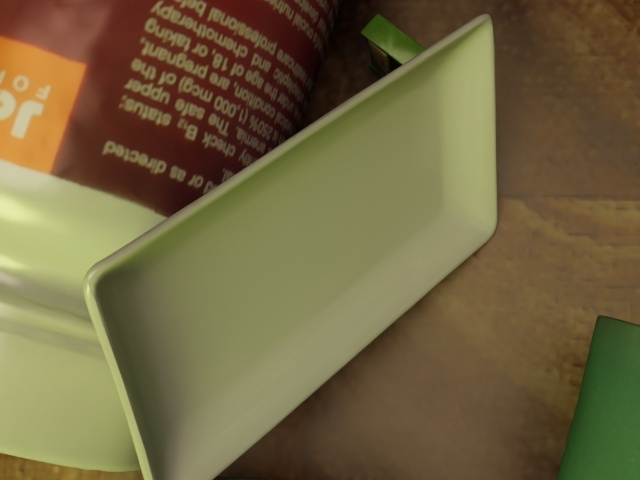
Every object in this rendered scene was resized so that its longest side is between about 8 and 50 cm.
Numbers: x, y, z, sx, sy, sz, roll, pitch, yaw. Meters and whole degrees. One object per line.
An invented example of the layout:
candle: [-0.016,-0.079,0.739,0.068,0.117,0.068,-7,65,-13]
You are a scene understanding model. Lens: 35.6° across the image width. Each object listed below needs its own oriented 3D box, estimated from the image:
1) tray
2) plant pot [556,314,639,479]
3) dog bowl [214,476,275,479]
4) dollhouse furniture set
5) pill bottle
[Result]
tray: [0.000,0.000,0.494,0.030,0.145,0.270,24,47,36]
plant pot: [0.220,0.191,0.421,0.293,0.293,0.235,20,91,10]
dog bowl: [-0.037,0.253,0.476,0.265,0.104,0.264,2,84,-19]
dollhouse furniture set: [0.005,-0.055,0.592,0.076,0.058,0.151,41,88,11]
pill bottle: [-0.115,-0.096,0.529,0.224,0.224,0.392,16,84,9]
